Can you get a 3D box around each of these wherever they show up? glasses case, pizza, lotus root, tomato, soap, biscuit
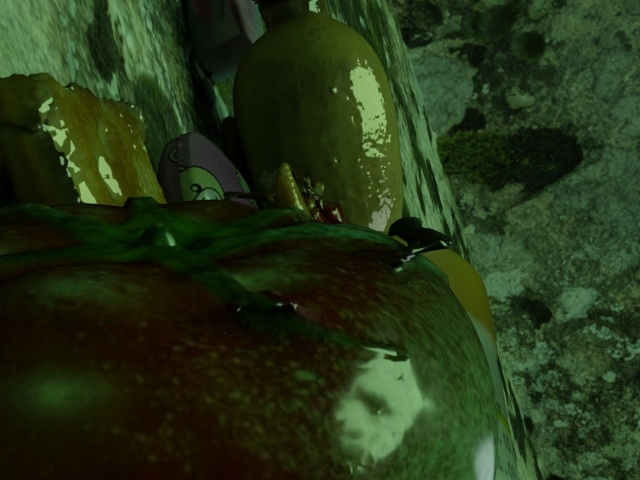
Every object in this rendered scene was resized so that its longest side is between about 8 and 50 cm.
[{"bbox_3d":[-0.060,0.041,1.410,0.316,0.075,0.123,63,14,-47],"label":"glasses case"},{"bbox_3d":[-0.126,0.025,1.068,0.223,0.089,0.323,-93,160,-67],"label":"pizza"},{"bbox_3d":[0.000,0.000,1.453,0.193,0.053,0.201,-105,172,-63],"label":"pizza"},{"bbox_3d":[-0.001,-0.094,1.590,0.131,0.146,0.303,-161,-123,-70],"label":"lotus root"},{"bbox_3d":[-0.070,0.107,0.825,0.303,0.303,0.239,-61,151,-75],"label":"tomato"},{"bbox_3d":[-0.096,-0.229,1.665,0.100,0.056,0.149,49,27,-61],"label":"soap"},{"bbox_3d":[-0.045,-0.011,1.693,0.231,0.025,0.131,60,18,-50],"label":"biscuit"}]

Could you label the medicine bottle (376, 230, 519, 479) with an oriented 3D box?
[{"bbox_3d":[0.023,0.147,1.250,0.238,0.238,0.232,59,19,-55],"label":"medicine bottle"}]
